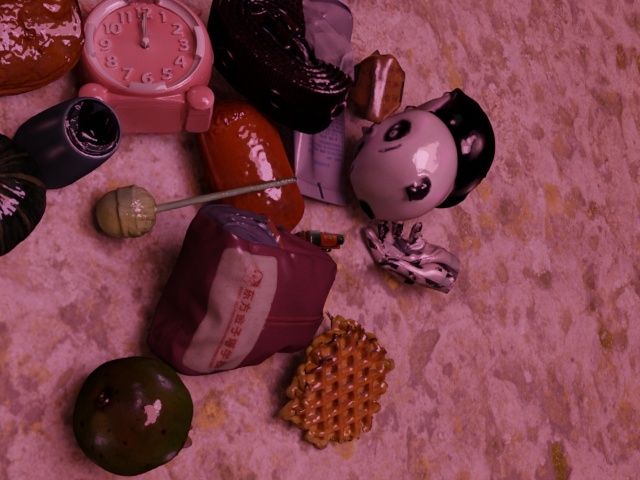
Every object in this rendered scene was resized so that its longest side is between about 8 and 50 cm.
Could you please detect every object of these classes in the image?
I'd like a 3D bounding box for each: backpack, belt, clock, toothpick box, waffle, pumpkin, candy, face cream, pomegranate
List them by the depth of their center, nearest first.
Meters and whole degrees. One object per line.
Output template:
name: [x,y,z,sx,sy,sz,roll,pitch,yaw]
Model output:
pumpkin: [-0.503,-0.064,1.313,0.211,0.152,0.212,7,72,-20]
toothpick box: [-0.383,-0.152,1.402,0.120,0.184,0.120,9,75,-38]
pomegranate: [-0.275,0.280,1.431,0.225,0.187,0.187,45,52,-58]
candy: [-0.200,-0.069,1.516,0.335,0.093,0.092,-12,68,-11]
clock: [-0.294,-0.301,1.529,0.227,0.142,0.241,-2,72,-13]
backpack: [-0.116,0.088,1.554,0.317,0.197,0.283,7,113,-49]
belt: [-0.069,-0.314,1.580,0.289,0.164,0.184,45,58,11]
waffle: [0.035,0.272,1.709,0.238,0.058,0.243,33,84,-43]
face cream: [0.002,-0.284,1.773,0.235,0.137,0.420,12,74,-66]
candy: [0.108,-0.305,1.795,0.101,0.271,0.143,10,99,-1]

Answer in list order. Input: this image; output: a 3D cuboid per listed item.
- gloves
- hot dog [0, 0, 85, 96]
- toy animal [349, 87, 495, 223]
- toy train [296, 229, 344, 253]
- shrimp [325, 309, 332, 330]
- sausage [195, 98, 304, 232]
gloves: [0.180,0.032,1.883,0.212,0.111,0.128,25,68,-2]
hot dog: [-0.502,-0.317,1.382,0.272,0.122,0.196,-17,93,-30]
toy animal: [0.197,-0.158,1.830,0.310,0.251,0.251,-37,105,-39]
toy train: [0.000,0.000,1.761,0.103,0.064,0.044,3,78,-38]
shrimp: [0.053,0.199,1.773,0.065,0.056,0.165,-31,112,-23]
sausage: [-0.126,-0.120,1.623,0.141,0.153,0.268,-22,96,-13]
